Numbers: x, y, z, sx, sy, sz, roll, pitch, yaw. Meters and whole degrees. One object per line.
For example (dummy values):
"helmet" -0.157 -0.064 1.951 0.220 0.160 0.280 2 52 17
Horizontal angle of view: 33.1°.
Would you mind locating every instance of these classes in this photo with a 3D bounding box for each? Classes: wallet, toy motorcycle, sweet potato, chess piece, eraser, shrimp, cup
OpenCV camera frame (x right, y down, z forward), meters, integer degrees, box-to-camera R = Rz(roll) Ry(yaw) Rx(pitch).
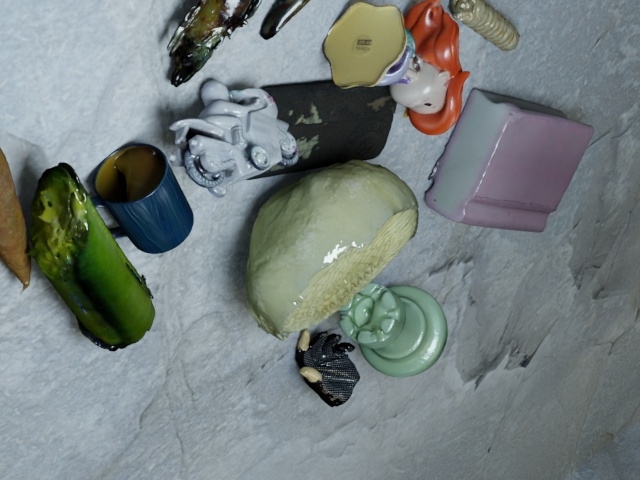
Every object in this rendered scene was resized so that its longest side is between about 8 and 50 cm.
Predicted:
"wallet" 0.008 -0.197 1.878 0.321 0.044 0.170 -13 131 -41
"toy motorcycle" -0.137 -0.168 1.658 0.110 0.171 0.260 -31 174 38
"sweet potato" -0.447 -0.043 1.480 0.072 0.066 0.314 -24 139 -25
"chess piece" 0.135 0.166 2.158 0.195 0.194 0.299 -54 157 1
"eraser" 0.406 -0.161 2.291 0.359 0.122 0.272 5 116 -51
"shrimp" -0.085 -0.361 1.608 0.365 0.071 0.233 -51 156 11
"cup" -0.278 -0.060 1.637 0.138 0.150 0.113 68 31 -52

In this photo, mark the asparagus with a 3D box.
"asparagus" -0.348 0.032 1.587 0.128 0.108 0.382 -24 147 -5

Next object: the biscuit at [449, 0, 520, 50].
"biscuit" 0.314 -0.408 2.033 0.219 0.055 0.061 19 85 -52

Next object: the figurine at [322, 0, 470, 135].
"figurine" 0.153 -0.307 1.833 0.181 0.208 0.257 -34 150 28

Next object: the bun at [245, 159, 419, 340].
"bun" -0.004 -0.002 1.884 0.364 0.202 0.364 -41 166 -12

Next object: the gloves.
"gloves" 0.002 0.246 2.219 0.129 0.106 0.181 -40 114 -20
